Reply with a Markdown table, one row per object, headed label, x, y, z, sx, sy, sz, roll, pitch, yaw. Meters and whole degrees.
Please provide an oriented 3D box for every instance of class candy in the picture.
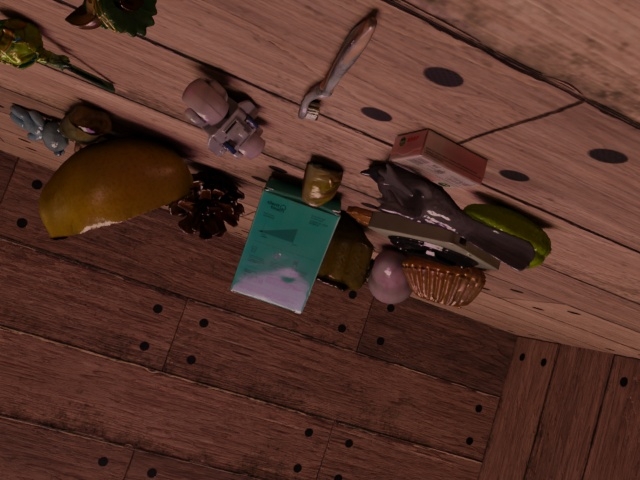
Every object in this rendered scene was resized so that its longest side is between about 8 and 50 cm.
| label | x | y | z | sx | sy | sz | roll | pitch | yaw |
| --- | --- | --- | --- | --- | --- | --- | --- | --- | --- |
| candy | 0.347 | -0.016 | 1.194 | 0.209 | 0.096 | 0.097 | 25 | 170 | -29 |
| candy | -0.457 | -0.312 | 1.104 | 0.077 | 0.073 | 0.262 | -15 | 166 | 23 |

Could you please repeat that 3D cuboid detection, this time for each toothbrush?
| label | x | y | z | sx | sy | sz | roll | pitch | yaw |
| --- | --- | --- | --- | --- | --- | --- | --- | --- | --- |
| toothbrush | 0.013 | -0.209 | 0.813 | 0.037 | 0.028 | 0.375 | 14 | 174 | -10 |

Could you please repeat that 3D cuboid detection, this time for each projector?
| label | x | y | z | sx | sy | sz | roll | pitch | yaw |
| --- | --- | --- | --- | --- | --- | --- | --- | --- | --- |
| projector | 0.285 | 0.009 | 1.565 | 0.259 | 0.079 | 0.257 | 14 | 173 | 42 |

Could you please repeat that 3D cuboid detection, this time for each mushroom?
| label | x | y | z | sx | sy | sz | roll | pitch | yaw |
| --- | --- | --- | --- | --- | --- | --- | --- | --- | --- |
| mushroom | -0.595 | -0.280 | 1.568 | 0.100 | 0.081 | 0.312 | 23 | 173 | -28 |

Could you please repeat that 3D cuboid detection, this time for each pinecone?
| label | x | y | z | sx | sy | sz | roll | pitch | yaw |
| --- | --- | --- | --- | --- | --- | --- | --- | --- | --- |
| pinecone | -0.327 | -0.099 | 1.803 | 0.229 | 0.202 | 0.201 | 21 | -154 | -39 |

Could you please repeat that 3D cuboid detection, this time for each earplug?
| label | x | y | z | sx | sy | sz | roll | pitch | yaw |
| --- | --- | --- | --- | --- | --- | --- | --- | --- | --- |
| earplug | 0.245 | 0.109 | 2.161 | 0.172 | 0.172 | 0.301 | 17 | 166 | 10 |

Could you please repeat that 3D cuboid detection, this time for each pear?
| label | x | y | z | sx | sy | sz | roll | pitch | yaw |
| --- | --- | --- | --- | --- | --- | --- | --- | --- | --- |
| pear | -0.531 | -0.159 | 1.594 | 0.386 | 0.191 | 0.340 | -18 | -163 | -2 |

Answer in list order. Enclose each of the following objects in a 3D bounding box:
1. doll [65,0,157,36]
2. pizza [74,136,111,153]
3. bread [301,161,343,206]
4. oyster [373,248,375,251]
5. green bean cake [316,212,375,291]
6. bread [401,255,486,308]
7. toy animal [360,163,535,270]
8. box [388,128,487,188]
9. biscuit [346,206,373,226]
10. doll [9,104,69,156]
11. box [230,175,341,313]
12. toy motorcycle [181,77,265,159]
| label | x | y | z | sx | sy | sz | roll | pitch | yaw |
| --- | --- | --- | --- | --- | --- | --- | --- | --- | --- |
| doll | -0.245 | -0.271 | 0.751 | 0.113 | 0.078 | 0.076 | -5 | 133 | 52 |
| pizza | -0.634 | -0.254 | 1.839 | 0.305 | 0.085 | 0.161 | 7 | 145 | 47 |
| bread | -0.004 | -0.116 | 1.318 | 0.083 | 0.094 | 0.157 | 23 | 164 | -3 |
| oyster | 0.058 | 0.040 | 2.211 | 0.238 | 0.115 | 0.351 | 15 | 172 | 27 |
| green bean cake | 0.000 | 0.000 | 1.839 | 0.310 | 0.202 | 0.285 | 20 | -176 | -10 |
| bread | 0.378 | 0.124 | 1.944 | 0.274 | 0.149 | 0.274 | 12 | 175 | 1 |
| toy animal | 0.167 | -0.067 | 1.047 | 0.367 | 0.081 | 0.206 | 35 | -166 | 35 |
| box | 0.182 | -0.123 | 0.973 | 0.125 | 0.043 | 0.089 | 22 | 172 | -27 |
| biscuit | 0.150 | -0.047 | 1.694 | 0.133 | 0.027 | 0.184 | 17 | 173 | 23 |
| doll | -0.791 | -0.324 | 1.787 | 0.180 | 0.075 | 0.120 | 39 | 140 | -1 |
| box | -0.088 | 0.011 | 1.610 | 0.205 | 0.311 | 0.118 | 17 | -155 | -7 |
| toy motorcycle | -0.168 | -0.207 | 1.066 | 0.112 | 0.112 | 0.254 | 16 | 174 | 16 |
